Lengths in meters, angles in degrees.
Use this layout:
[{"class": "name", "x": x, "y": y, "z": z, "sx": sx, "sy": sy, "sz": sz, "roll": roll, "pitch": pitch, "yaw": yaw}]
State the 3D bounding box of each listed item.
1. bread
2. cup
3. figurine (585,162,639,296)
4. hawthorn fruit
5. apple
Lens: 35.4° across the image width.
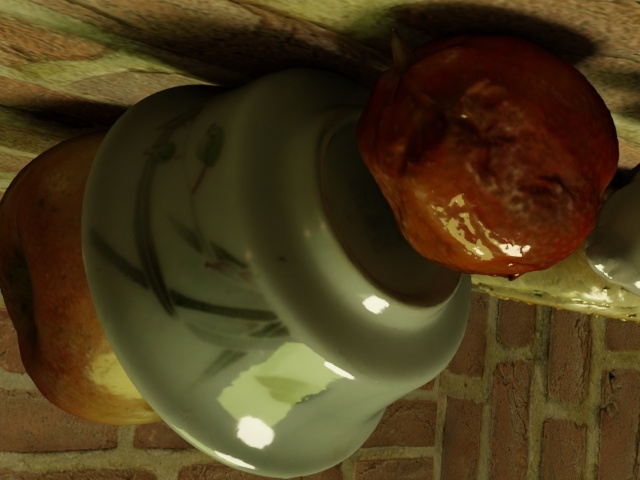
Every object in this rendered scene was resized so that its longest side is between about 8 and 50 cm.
[{"class": "bread", "x": 0.322, "y": 0.012, "z": 1.206, "sx": 0.305, "sy": 0.159, "sz": 0.305, "roll": 9, "pitch": 177, "yaw": 0}, {"class": "cup", "x": 0.000, "y": 0.000, "z": 0.801, "sx": 0.347, "sy": 0.347, "sz": 0.163, "roll": 11, "pitch": 152, "yaw": -44}, {"class": "figurine", "x": 0.280, "y": -0.039, "z": 0.685, "sx": 0.193, "sy": 0.154, "sz": 0.421, "roll": -20, "pitch": 167, "yaw": -7}, {"class": "hawthorn fruit", "x": 0.112, "y": -0.060, "z": 0.707, "sx": 0.179, "sy": 0.174, "sz": 0.173, "roll": 9, "pitch": 173, "yaw": -16}, {"class": "apple", "x": -0.191, "y": 0.027, "z": 1.132, "sx": 0.305, "sy": 0.339, "sz": 0.338, "roll": -14, "pitch": -176, "yaw": -29}]
